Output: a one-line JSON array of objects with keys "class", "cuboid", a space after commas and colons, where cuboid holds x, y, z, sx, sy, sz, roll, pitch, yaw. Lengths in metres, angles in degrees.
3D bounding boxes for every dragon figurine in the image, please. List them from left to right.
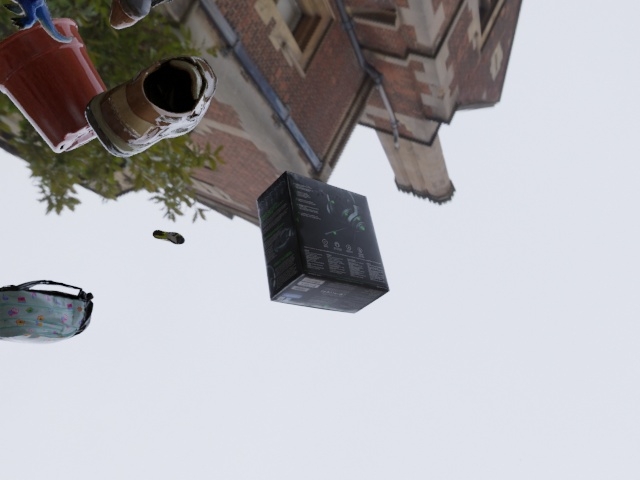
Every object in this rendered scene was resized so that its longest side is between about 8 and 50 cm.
[{"class": "dragon figurine", "cuboid": [-0.521, -0.460, 1.043, 0.144, 0.289, 0.085, -42, -128, 13]}]

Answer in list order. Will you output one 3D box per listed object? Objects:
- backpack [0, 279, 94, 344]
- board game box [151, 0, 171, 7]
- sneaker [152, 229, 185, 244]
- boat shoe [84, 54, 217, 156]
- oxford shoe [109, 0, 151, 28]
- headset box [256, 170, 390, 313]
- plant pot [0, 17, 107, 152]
[{"class": "backpack", "cuboid": [-0.559, 0.146, 1.162, 0.152, 0.182, 0.115, -17, -110, 20]}, {"class": "board game box", "cuboid": [-0.291, -0.591, 1.342, 0.186, 0.026, 0.126, -19, -156, 25]}, {"class": "sneaker", "cuboid": [-0.388, -0.011, 1.521, 0.083, 0.035, 0.031, 18, -93, -13]}, {"class": "boat shoe", "cuboid": [-0.230, -0.231, 0.938, 0.120, 0.122, 0.324, -27, -160, 26]}, {"class": "oxford shoe", "cuboid": [-0.344, -0.465, 1.092, 0.076, 0.076, 0.212, -25, -140, 32]}, {"class": "headset box", "cuboid": [0.000, 0.000, 1.340, 0.131, 0.246, 0.283, -39, -129, 40]}, {"class": "plant pot", "cuboid": [-0.690, -0.396, 1.572, 0.272, 0.272, 0.265, -32, -81, 5]}]
